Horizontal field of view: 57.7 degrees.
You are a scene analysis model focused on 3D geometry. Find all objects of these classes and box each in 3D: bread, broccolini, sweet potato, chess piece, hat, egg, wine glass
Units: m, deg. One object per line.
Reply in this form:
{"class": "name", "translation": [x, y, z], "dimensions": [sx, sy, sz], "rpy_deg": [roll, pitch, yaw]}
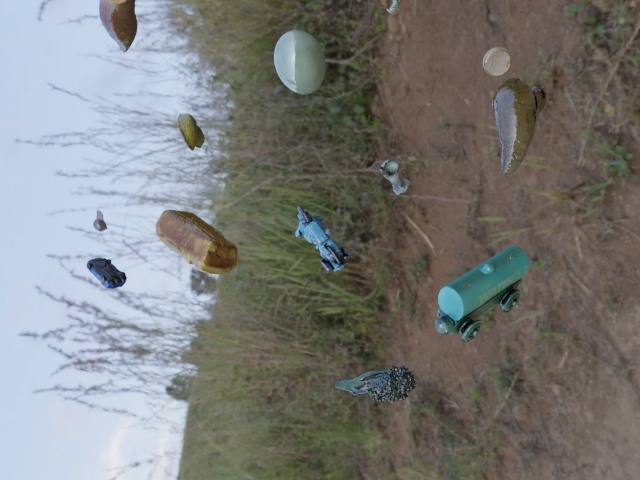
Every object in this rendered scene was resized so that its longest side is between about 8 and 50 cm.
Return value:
{"class": "bread", "translation": [-0.414, 0.005, 1.950], "dimensions": [0.132, 0.294, 0.167], "rpy_deg": [-58, -33, 4]}
{"class": "broccolini", "translation": [0.107, 0.284, 1.127], "dimensions": [0.091, 0.068, 0.203], "rpy_deg": [-49, 10, -31]}
{"class": "sweet potato", "translation": [-0.707, -0.765, 2.038], "dimensions": [0.336, 0.131, 0.131], "rpy_deg": [118, 169, -62]}
{"class": "chess piece", "translation": [0.519, -0.524, 1.701], "dimensions": [0.038, 0.084, 0.083], "rpy_deg": [-55, -25, -60]}
{"class": "hat", "translation": [-0.809, -0.067, 2.110], "dimensions": [0.042, 0.087, 0.058], "rpy_deg": [-20, -27, -33]}
{"class": "sweet potato", "translation": [0.398, -0.264, 1.176], "dimensions": [0.124, 0.098, 0.310], "rpy_deg": [57, -141, -22]}
{"class": "egg", "translation": [-0.060, -0.530, 1.734], "dimensions": [0.149, 0.150, 0.192], "rpy_deg": [-70, -30, -46]}
{"class": "wine glass", "translation": [0.273, -0.230, 2.119], "dimensions": [0.155, 0.072, 0.072], "rpy_deg": [41, -122, -58]}
{"class": "bread", "translation": [-0.499, -0.422, 2.292], "dimensions": [0.149, 0.065, 0.187], "rpy_deg": [54, -166, -44]}

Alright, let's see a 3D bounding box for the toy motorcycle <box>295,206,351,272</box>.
{"class": "toy motorcycle", "translation": [0.000, 0.000, 2.109], "dimensions": [0.124, 0.272, 0.182], "rpy_deg": [-35, -14, -5]}

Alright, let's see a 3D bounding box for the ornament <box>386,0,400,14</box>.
{"class": "ornament", "translation": [0.239, -0.744, 1.789], "dimensions": [0.092, 0.041, 0.068], "rpy_deg": [-33, 35, 51]}

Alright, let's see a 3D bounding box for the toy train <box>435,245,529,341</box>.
{"class": "toy train", "translation": [0.343, 0.106, 1.226], "dimensions": [0.248, 0.101, 0.159], "rpy_deg": [-28, -40, -26]}

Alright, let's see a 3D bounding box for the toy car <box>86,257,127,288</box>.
{"class": "toy car", "translation": [-0.881, 0.135, 2.380], "dimensions": [0.103, 0.216, 0.063], "rpy_deg": [-12, -58, -44]}
